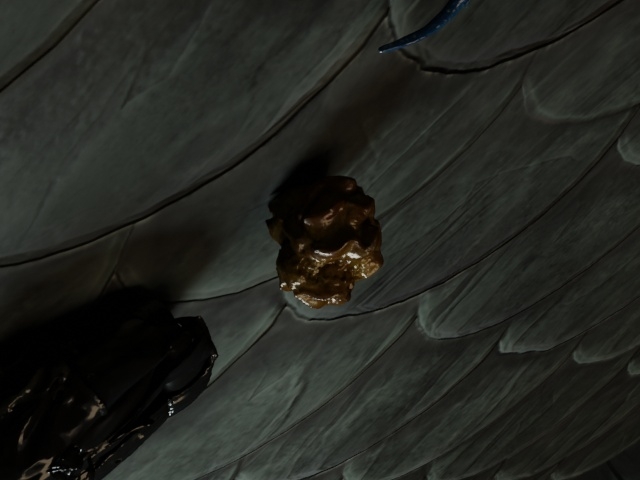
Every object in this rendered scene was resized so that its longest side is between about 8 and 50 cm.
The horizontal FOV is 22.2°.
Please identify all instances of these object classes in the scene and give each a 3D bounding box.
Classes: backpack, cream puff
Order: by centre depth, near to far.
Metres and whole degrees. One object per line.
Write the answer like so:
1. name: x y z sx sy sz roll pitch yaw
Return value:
1. backpack: -0.205 0.147 1.437 0.258 0.133 0.206 -36 162 -20
2. cream puff: 0.000 0.000 1.446 0.094 0.116 0.122 -21 128 -22

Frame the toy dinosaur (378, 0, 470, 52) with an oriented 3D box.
1. toy dinosaur: 0.187 -0.256 1.261 0.144 0.076 0.329 9 128 -52
